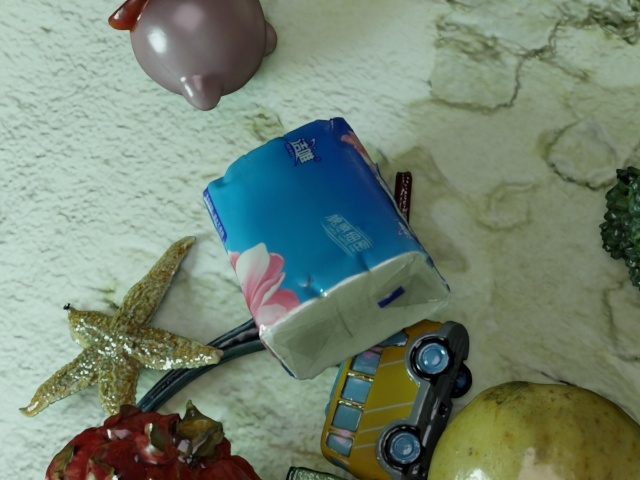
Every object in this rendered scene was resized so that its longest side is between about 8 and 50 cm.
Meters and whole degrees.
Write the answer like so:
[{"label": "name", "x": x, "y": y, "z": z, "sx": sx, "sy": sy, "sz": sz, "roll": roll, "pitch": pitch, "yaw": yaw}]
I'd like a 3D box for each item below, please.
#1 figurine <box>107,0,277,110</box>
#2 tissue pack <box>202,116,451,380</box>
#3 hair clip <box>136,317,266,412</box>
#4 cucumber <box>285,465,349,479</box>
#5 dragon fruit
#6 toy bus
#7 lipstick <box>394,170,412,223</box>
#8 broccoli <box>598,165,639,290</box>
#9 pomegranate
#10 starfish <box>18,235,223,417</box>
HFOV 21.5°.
[{"label": "figurine", "x": -0.145, "y": -0.252, "z": 2.034, "sx": 0.173, "sy": 0.173, "sz": 0.173, "roll": -2, "pitch": 76, "yaw": 8}, {"label": "tissue pack", "x": 0.000, "y": 0.000, "z": 1.910, "sx": 0.209, "sy": 0.137, "sz": 0.270, "roll": -26, "pitch": 42, "yaw": 0}, {"label": "hair clip", "x": -0.141, "y": 0.159, "z": 1.998, "sx": 0.275, "sy": 0.048, "sz": 0.083, "roll": -33, "pitch": 75, "yaw": 5}, {"label": "cucumber", "x": 0.004, "y": 0.322, "z": 1.920, "sx": 0.116, "sy": 0.062, "sz": 0.115, "roll": 16, "pitch": 80, "yaw": -2}, {"label": "dragon fruit", "x": -0.184, "y": 0.341, "z": 1.835, "sx": 0.277, "sy": 0.277, "sz": 0.343, "roll": 14, "pitch": 101, "yaw": 12}, {"label": "toy bus", "x": 0.083, "y": 0.181, "z": 1.914, "sx": 0.136, "sy": 0.126, "sz": 0.210, "roll": 16, "pitch": 79, "yaw": 21}, {"label": "lipstick", "x": 0.093, "y": 0.002, "z": 2.005, "sx": 0.027, "sy": 0.027, "sz": 0.177, "roll": 4, "pitch": 76, "yaw": 9}, {"label": "broccoli", "x": 0.469, "y": 0.002, "z": 1.886, "sx": 0.245, "sy": 0.248, "sz": 0.288, "roll": -16, "pitch": 59, "yaw": -33}, {"label": "pomegranate", "x": 0.243, "y": 0.272, "z": 1.807, "sx": 0.260, "sy": 0.260, "sz": 0.261, "roll": -2, "pitch": 76, "yaw": 8}, {"label": "starfish", "x": -0.216, "y": 0.124, "z": 1.988, "sx": 0.295, "sy": 0.048, "sz": 0.231, "roll": -47, "pitch": 48, "yaw": -15}]
